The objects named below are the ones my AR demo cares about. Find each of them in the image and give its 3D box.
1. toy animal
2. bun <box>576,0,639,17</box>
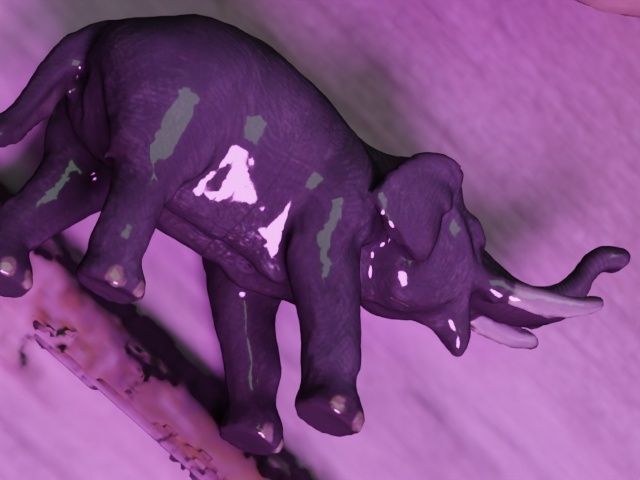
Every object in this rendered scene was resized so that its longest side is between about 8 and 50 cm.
[{"bbox_3d":[0.000,0.010,0.674,0.269,0.082,0.137,26,63,-22],"label":"toy animal"},{"bbox_3d":[0.133,-0.266,0.747,0.362,0.234,0.326,-19,111,-9],"label":"bun"}]
